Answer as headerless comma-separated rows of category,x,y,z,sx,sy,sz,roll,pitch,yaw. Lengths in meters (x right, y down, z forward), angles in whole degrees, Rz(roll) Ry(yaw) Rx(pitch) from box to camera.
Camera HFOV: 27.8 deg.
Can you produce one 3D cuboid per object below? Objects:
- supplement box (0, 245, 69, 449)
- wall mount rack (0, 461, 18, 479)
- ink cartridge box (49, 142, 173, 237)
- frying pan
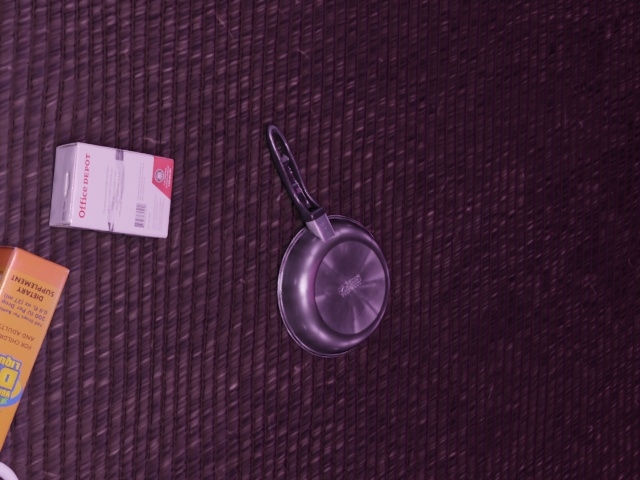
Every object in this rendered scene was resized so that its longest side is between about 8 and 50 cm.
supplement box,-0.364,0.126,1.440,0.078,0.080,0.233,26,77,-34
wall mount rack,-0.415,0.397,1.317,0.304,0.130,0.350,24,86,-46
ink cartridge box,-0.250,-0.058,1.545,0.135,0.056,0.099,9,84,-39
frying pan,0.023,0.000,1.774,0.197,0.053,0.326,-6,97,-39
